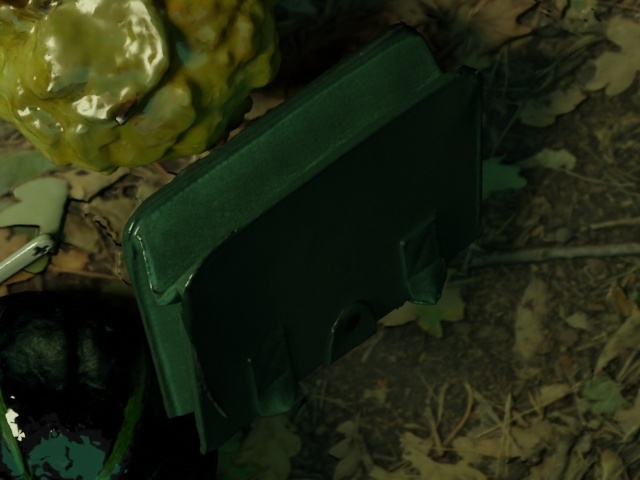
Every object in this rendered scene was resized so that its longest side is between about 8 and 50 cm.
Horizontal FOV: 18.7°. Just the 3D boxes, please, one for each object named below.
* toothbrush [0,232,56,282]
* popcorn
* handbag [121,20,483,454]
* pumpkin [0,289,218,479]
[{"bbox_3d":[-0.344,0.084,1.669,0.304,0.030,0.030,-35,123,12],"label":"toothbrush"},{"bbox_3d":[-0.152,-0.160,1.444,0.266,0.192,0.233,14,119,-22],"label":"popcorn"},{"bbox_3d":[0.000,0.000,1.537,0.326,0.089,0.238,-39,142,-25],"label":"handbag"},{"bbox_3d":[-0.228,0.198,1.643,0.315,0.238,0.315,-3,123,-5],"label":"pumpkin"}]
